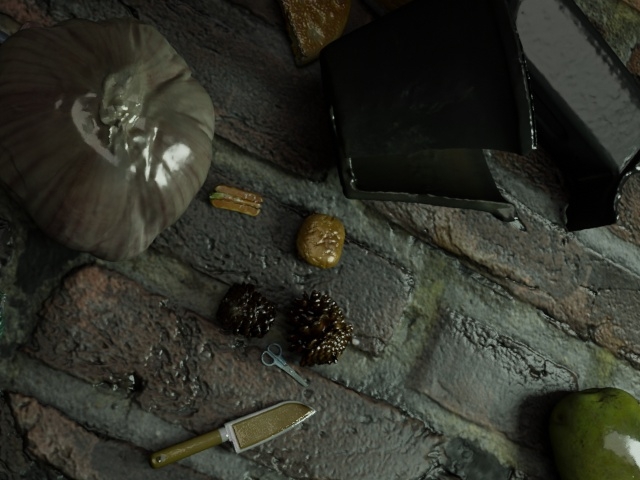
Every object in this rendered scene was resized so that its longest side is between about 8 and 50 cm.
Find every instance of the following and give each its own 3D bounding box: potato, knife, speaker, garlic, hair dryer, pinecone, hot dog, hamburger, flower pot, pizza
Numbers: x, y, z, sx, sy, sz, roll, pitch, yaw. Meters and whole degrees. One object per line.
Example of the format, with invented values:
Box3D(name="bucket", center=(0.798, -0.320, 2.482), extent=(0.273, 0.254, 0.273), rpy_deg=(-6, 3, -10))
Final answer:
Box3D(name="potato", center=(0.459, 0.339, 1.528), extent=(0.197, 0.148, 0.229), rpy_deg=(-5, 79, -37))
Box3D(name="knife", center=(-0.118, 0.272, 1.374), extent=(0.256, 0.022, 0.046), rpy_deg=(-16, 79, -28))
Box3D(name="speaker", center=(0.377, -0.223, 1.588), extent=(0.184, 0.180, 0.388), rpy_deg=(-43, 97, -18))
Box3D(name="garlic", center=(-0.271, -0.136, 1.264), extent=(0.317, 0.259, 0.318), rpy_deg=(4, 76, -17))
Box3D(name="hair dryer", center=(-0.439, -0.285, 1.348), extent=(0.114, 0.037, 0.063), rpy_deg=(29, 69, -7))
Box3D(name="pinecone", center=(-0.103, 0.101, 1.389), extent=(0.083, 0.077, 0.077), rpy_deg=(39, 66, -39))
Box3D(name="hot dog", center=(-0.124, -0.059, 1.436), extent=(0.083, 0.021, 0.037), rpy_deg=(17, 95, -21))
Box3D(name="hamburger", center=(0.000, 0.000, 1.462), extent=(0.076, 0.044, 0.083), rpy_deg=(15, 77, -18))
Box3D(name="pinecone", center=(-0.001, 0.125, 1.414), extent=(0.102, 0.102, 0.110), rpy_deg=(3, 68, -21))
Box3D(name="flower pot", center=(0.136, -0.199, 1.429), extent=(0.251, 0.379, 0.380), rpy_deg=(-11, 84, -1))
Box3D(name="pizza", center=(-0.018, -0.352, 1.523), extent=(0.130, 0.041, 0.178), rpy_deg=(21, 73, -20))

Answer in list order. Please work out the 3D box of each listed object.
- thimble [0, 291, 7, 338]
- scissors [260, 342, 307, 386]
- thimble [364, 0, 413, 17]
Box3D(name="thimble", center=(-0.464, 0.102, 1.231), extent=(0.135, 0.090, 0.119), rpy_deg=(10, 79, -22))
Box3D(name="scissors", center=(-0.050, 0.184, 1.427), extent=(0.083, 0.006, 0.036), rpy_deg=(44, 70, -9))
Box3D(name="thimble", center=(0.144, -0.421, 1.560), extent=(0.127, 0.118, 0.151), rpy_deg=(44, 65, -12))
